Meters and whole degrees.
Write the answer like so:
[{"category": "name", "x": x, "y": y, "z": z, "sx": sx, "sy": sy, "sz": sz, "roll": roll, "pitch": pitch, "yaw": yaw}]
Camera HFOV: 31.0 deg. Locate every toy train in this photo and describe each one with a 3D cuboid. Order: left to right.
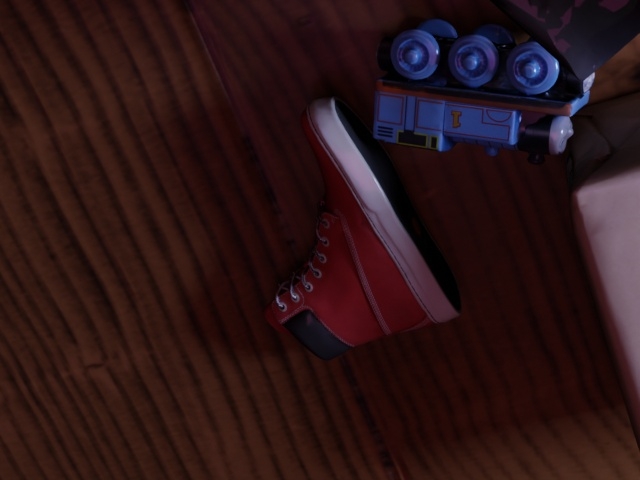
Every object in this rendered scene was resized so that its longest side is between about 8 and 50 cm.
[{"category": "toy train", "x": 0.131, "y": -0.122, "z": 0.951, "sx": 0.184, "sy": 0.080, "sz": 0.105, "roll": 11, "pitch": 113, "yaw": 22}]

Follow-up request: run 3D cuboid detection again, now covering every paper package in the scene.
[{"category": "paper package", "x": 0.385, "y": 0.025, "z": 0.960, "sx": 0.309, "sy": 0.168, "sz": 0.325, "roll": -15, "pitch": 115, "yaw": 15}]

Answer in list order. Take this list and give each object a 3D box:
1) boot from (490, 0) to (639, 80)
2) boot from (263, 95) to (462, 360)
[{"category": "boot", "x": 0.203, "y": -0.370, "z": 0.698, "sx": 0.367, "sy": 0.146, "sz": 0.445, "roll": 53, "pitch": 128, "yaw": 6}, {"category": "boot", "x": 0.000, "y": 0.000, "z": 1.047, "sx": 0.176, "sy": 0.088, "sz": 0.244, "roll": -21, "pitch": 116, "yaw": 19}]
